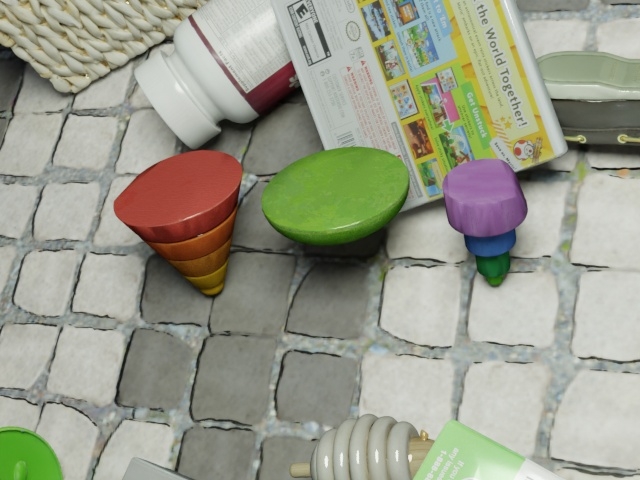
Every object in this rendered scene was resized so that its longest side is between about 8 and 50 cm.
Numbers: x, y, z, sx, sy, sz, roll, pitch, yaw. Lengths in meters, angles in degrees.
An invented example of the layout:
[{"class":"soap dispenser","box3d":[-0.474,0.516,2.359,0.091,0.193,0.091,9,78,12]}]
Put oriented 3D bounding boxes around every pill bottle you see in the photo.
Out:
[{"class":"pill bottle","box3d":[-0.067,-0.194,0.941,0.221,0.121,0.121,-36,58,5]}]

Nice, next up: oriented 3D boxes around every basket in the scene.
[{"class":"basket","box3d":[-0.286,-0.400,1.012,0.266,0.328,0.331,-28,59,12]}]

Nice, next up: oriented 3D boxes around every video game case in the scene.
[{"class":"video game case","box3d":[0.080,-0.148,0.821,0.206,0.026,0.227,-19,92,30]}]

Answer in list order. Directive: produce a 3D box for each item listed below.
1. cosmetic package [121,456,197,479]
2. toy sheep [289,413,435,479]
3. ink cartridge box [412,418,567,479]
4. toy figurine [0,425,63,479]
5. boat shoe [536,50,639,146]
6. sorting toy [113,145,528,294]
[{"class":"cosmetic package","box3d":[-0.131,0.304,0.737,0.107,0.127,0.238,18,77,29]},{"class":"toy sheep","box3d":[0.038,0.179,0.743,0.132,0.091,0.091,-14,62,17]},{"class":"ink cartridge box","box3d":[0.161,0.274,0.614,0.273,0.115,0.198,24,71,28]},{"class":"toy figurine","box3d":[-0.340,0.253,0.880,0.159,0.130,0.173,-1,90,37]},{"class":"boat shoe","box3d":[0.286,-0.109,0.784,0.228,0.068,0.081,12,43,26]},{"class":"sorting toy","box3d":[0.000,0.000,0.834,0.366,0.126,0.127,1,37,20]}]
